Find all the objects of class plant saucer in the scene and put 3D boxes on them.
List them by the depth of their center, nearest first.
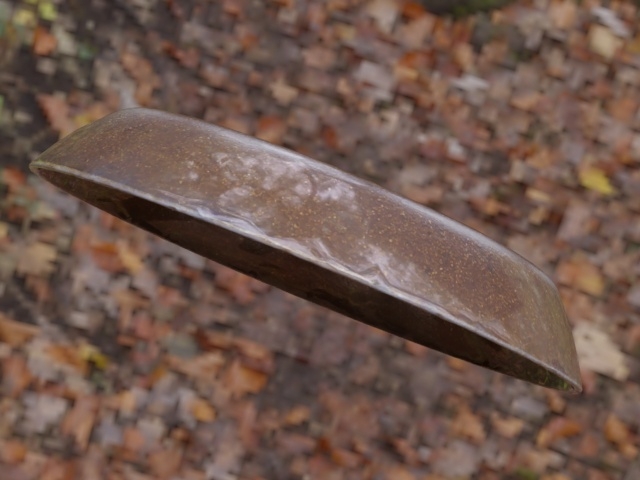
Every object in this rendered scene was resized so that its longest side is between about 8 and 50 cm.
[{"bbox_3d":[0.000,0.000,0.536,0.168,0.029,0.168,22,-4,2],"label":"plant saucer"}]
